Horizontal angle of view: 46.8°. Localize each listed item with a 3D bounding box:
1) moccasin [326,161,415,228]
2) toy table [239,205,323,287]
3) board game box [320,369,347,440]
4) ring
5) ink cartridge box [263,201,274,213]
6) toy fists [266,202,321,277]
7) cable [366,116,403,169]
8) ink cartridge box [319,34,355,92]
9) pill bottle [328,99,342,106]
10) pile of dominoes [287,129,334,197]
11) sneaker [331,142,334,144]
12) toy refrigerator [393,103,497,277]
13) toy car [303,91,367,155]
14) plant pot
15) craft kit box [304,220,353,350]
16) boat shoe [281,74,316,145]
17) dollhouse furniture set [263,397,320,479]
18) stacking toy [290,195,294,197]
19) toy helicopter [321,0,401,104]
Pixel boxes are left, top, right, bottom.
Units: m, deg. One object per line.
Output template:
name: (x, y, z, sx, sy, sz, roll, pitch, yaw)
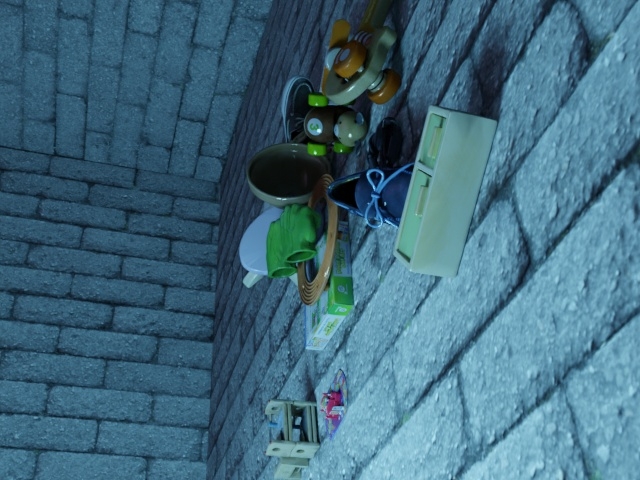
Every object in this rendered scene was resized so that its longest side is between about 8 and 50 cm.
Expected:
moccasin: (0.117, -0.078, 1.444, 0.342, 0.116, 0.138, 175, 97, -66)
toy table: (-0.115, 0.021, 2.132, 0.252, 0.274, 0.161, 56, 159, 19)
board game box: (0.021, 0.388, 1.755, 0.133, 0.033, 0.169, -97, 22, -45)
ring: (0.000, 0.000, 1.863, 0.336, 0.032, 0.337, -171, 90, -74)
ink cartridge box: (-0.135, -0.057, 2.459, 0.172, 0.100, 0.237, 163, 114, -74)
toy fists: (-0.072, -0.004, 1.897, 0.279, 0.096, 0.142, 136, 130, -64)
cable: (0.131, -0.185, 1.644, 0.150, 0.047, 0.185, -140, 59, -71)
ink cartridge box: (0.066, -0.464, 1.986, 0.190, 0.082, 0.140, -161, 80, -73)
pill bottle: (0.027, -0.379, 2.106, 0.120, 0.067, 0.067, -106, 29, -58)
pile of dominoes: (-0.053, -0.256, 2.194, 0.251, 0.040, 0.196, -35, 48, 37)
sneaker: (0.036, -0.304, 2.053, 0.119, 0.057, 0.047, 132, 145, -62)
toy refrigerator: (0.201, -0.084, 1.239, 0.102, 0.094, 0.270, -125, 46, -69)
toy car: (0.056, -0.278, 1.834, 0.188, 0.149, 0.155, -139, 47, -59)
plant pot: (-0.088, -0.161, 2.082, 0.110, 0.237, 0.237, 89, 176, -46)
craft kit box: (0.015, 0.116, 1.896, 0.247, 0.061, 0.250, 115, 158, -53)
boat shoe: (-0.052, -0.355, 2.340, 0.119, 0.121, 0.335, -157, 65, -67)
dollhouse furniture set: (-0.093, 0.518, 1.918, 0.129, 0.129, 0.184, -96, 20, -43)
stacking toy: (-0.073, -0.151, 2.243, 0.221, 0.052, 0.167, -47, 44, 36)
toy helicopter: (0.100, -0.472, 1.739, 0.235, 0.140, 0.355, -7, 58, 55)
